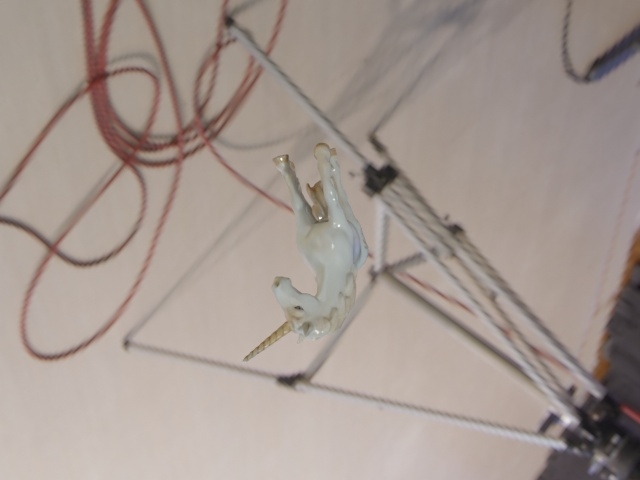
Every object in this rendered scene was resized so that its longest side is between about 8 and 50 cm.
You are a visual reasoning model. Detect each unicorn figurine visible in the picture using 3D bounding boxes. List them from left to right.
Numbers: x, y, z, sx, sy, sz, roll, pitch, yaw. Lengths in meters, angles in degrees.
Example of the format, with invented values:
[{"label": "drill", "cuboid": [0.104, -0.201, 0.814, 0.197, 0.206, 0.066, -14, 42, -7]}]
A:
[{"label": "unicorn figurine", "cuboid": [0.000, 0.000, 0.761, 0.060, 0.111, 0.162, -16, 179, 24]}]
